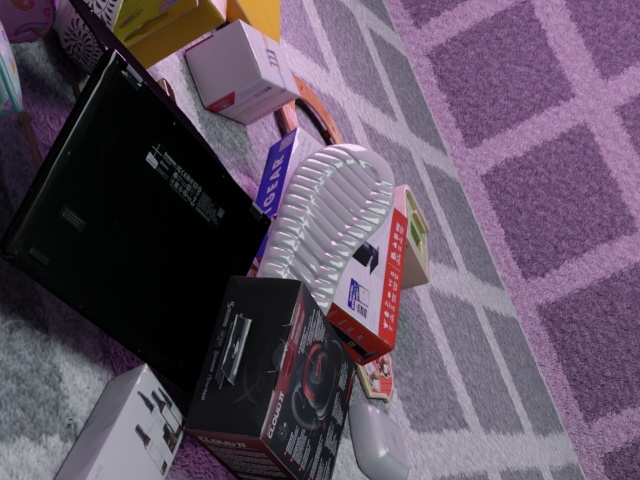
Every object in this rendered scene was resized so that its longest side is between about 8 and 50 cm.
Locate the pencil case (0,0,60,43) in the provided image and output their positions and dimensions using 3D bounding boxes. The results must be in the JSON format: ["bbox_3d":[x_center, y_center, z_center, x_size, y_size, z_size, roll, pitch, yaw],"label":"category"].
[{"bbox_3d":[-0.395,-0.376,1.488,0.124,0.124,0.284,51,21,-32],"label":"pencil case"}]

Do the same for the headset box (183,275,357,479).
[{"bbox_3d":[-0.060,0.195,1.425,0.293,0.110,0.218,60,39,-54],"label":"headset box"}]

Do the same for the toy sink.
[{"bbox_3d":[0.161,-0.023,2.411,0.234,0.131,0.153,-88,155,-48],"label":"toy sink"}]

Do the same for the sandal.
[{"bbox_3d":[-0.012,-0.009,1.768,0.169,0.102,0.416,36,50,-4],"label":"sandal"}]

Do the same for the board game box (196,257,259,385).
[{"bbox_3d":[-0.148,0.103,1.608,0.193,0.053,0.305,66,19,8],"label":"board game box"}]

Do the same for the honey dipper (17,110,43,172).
[{"bbox_3d":[-0.354,-0.094,1.370,0.030,0.030,0.161,23,39,-62],"label":"honey dipper"}]

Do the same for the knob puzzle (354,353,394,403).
[{"bbox_3d":[0.108,0.227,2.156,0.213,0.030,0.213,52,22,-30],"label":"knob puzzle"}]

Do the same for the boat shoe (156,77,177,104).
[{"bbox_3d":[-0.252,-0.201,1.744,0.050,0.045,0.135,54,15,-47],"label":"boat shoe"}]

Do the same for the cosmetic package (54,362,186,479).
[{"bbox_3d":[-0.221,0.244,1.218,0.099,0.060,0.239,56,20,-18],"label":"cosmetic package"}]

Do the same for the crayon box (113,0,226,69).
[{"bbox_3d":[-0.251,-0.385,1.753,0.081,0.202,0.318,50,24,-35],"label":"crayon box"}]

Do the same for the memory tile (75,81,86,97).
[{"bbox_3d":[-0.309,-0.152,1.582,0.113,0.012,0.148,34,34,-56],"label":"memory tile"}]

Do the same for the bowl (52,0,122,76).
[{"bbox_3d":[-0.337,-0.327,1.572,0.080,0.170,0.170,19,37,-17],"label":"bowl"}]

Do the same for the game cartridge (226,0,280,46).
[{"bbox_3d":[-0.162,-0.550,2.294,0.324,0.052,0.285,58,27,-54],"label":"game cartridge"}]

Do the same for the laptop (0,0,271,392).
[{"bbox_3d":[-0.259,-0.085,1.373,0.382,0.236,0.408,49,58,-50],"label":"laptop"}]

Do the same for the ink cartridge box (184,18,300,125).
[{"bbox_3d":[-0.144,-0.311,2.047,0.176,0.128,0.127,15,51,-67],"label":"ink cartridge box"}]

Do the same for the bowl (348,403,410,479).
[{"bbox_3d":[0.111,0.364,1.950,0.142,0.053,0.142,46,24,-43],"label":"bowl"}]

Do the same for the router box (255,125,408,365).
[{"bbox_3d":[0.016,0.008,1.938,0.301,0.082,0.335,38,39,-25],"label":"router box"}]

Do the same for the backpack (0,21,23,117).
[{"bbox_3d":[-0.390,-0.173,1.132,0.188,0.144,0.166,-107,-174,-49],"label":"backpack"}]

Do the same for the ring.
[{"bbox_3d":[-0.009,-0.216,2.430,0.336,0.032,0.336,52,21,-29],"label":"ring"}]
